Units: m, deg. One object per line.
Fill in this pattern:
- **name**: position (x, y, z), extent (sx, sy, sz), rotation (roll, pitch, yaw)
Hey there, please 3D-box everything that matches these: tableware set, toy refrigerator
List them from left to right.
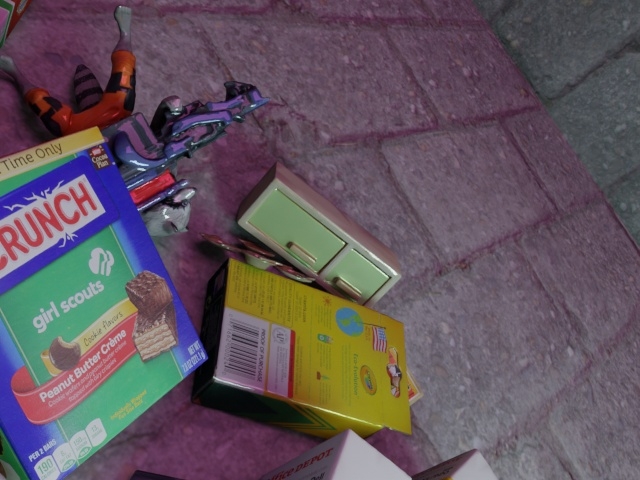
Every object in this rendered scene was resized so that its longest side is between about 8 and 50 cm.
- **tableware set**: position (-0.094, 0.023, 1.111), extent (0.168, 0.020, 0.141), rotation (26, 4, 36)
- **toy refrigerator**: position (0.000, 0.000, 1.207), extent (0.269, 0.102, 0.094), rotation (38, 19, -17)

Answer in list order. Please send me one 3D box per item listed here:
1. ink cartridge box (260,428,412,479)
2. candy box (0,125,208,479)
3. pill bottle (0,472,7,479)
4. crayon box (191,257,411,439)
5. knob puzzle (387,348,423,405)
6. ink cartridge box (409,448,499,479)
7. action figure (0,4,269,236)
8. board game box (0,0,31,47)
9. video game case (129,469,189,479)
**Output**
- **ink cartridge box**: position (-0.024, 0.379, 0.830), extent (0.115, 0.198, 0.273), rotation (41, 39, -11)
- **candy box**: position (-0.301, 0.064, 0.800), extent (0.268, 0.122, 0.317), rotation (-38, 108, -51)
- **pill bottle**: position (-0.410, 0.189, 0.656), extent (0.229, 0.131, 0.131), rotation (48, 39, -4)
- **crayon box**: position (-0.019, 0.173, 1.070), extent (0.318, 0.081, 0.202), rotation (22, 47, -23)
- **knob puzzle**: position (0.079, 0.210, 1.197), extent (0.213, 0.030, 0.213), rotation (25, 46, -29)
- **ink cartridge box**: position (0.147, 0.425, 0.981), extent (0.232, 0.171, 0.168), rotation (-20, 75, -50)
- **action figure**: position (-0.255, -0.158, 1.043), extent (0.341, 0.178, 0.330), rotation (-23, 82, -19)
- **board game box**: position (-0.532, -0.359, 0.989), extent (0.242, 0.064, 0.317), rotation (21, 46, -17)
- **video game case**: position (-0.167, 0.367, 0.736), extent (0.274, 0.196, 0.026), rotation (-64, 152, -48)
